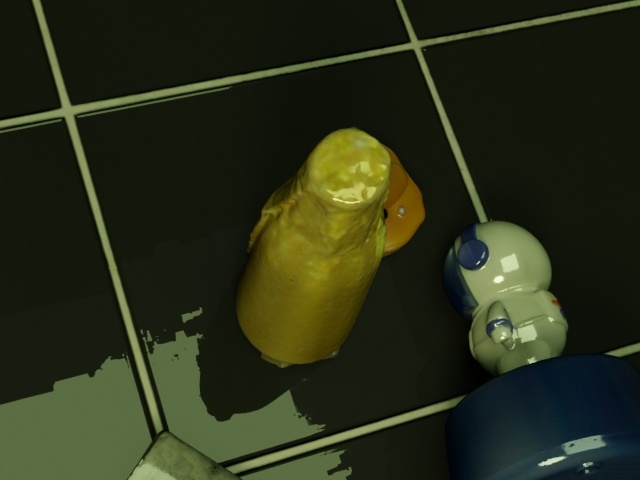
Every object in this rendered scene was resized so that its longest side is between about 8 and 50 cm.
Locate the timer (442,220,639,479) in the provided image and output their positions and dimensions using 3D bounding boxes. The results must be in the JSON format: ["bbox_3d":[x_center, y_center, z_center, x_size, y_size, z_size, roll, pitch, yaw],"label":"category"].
[{"bbox_3d":[0.249,0.145,1.398,0.270,0.270,0.383,-4,55,-15],"label":"timer"}]

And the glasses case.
[{"bbox_3d":[-0.087,0.341,1.314,0.299,0.060,0.114,33,66,0],"label":"glasses case"}]

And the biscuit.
[{"bbox_3d":[0.051,-0.056,1.505,0.170,0.050,0.170,5,68,-11],"label":"biscuit"}]

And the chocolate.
[{"bbox_3d":[0.000,0.000,1.260,0.162,0.445,0.162,3,67,-8],"label":"chocolate"}]
